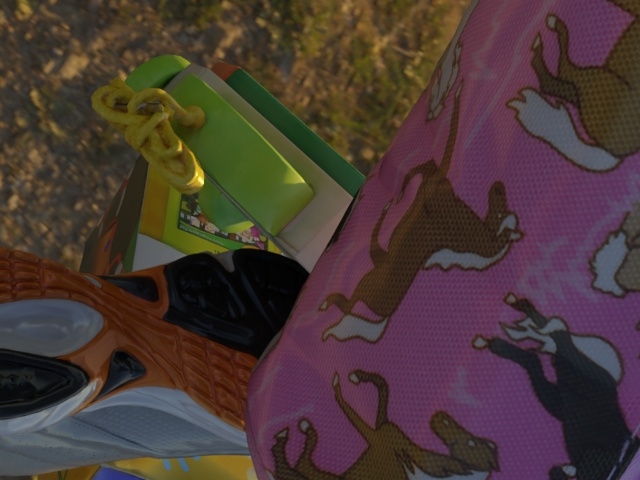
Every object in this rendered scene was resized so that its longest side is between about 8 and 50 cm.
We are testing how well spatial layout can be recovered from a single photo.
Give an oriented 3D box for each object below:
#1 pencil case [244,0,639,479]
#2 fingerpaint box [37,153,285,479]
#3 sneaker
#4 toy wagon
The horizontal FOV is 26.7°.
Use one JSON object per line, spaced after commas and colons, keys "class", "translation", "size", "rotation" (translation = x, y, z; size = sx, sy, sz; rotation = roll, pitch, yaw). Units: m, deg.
{"class": "pencil case", "translation": [0.118, -0.047, 0.426], "size": [0.386, 0.160, 0.167], "rotation": [-60, 178, 24]}
{"class": "fingerpaint box", "translation": [-0.001, 0.164, 1.174], "size": [0.445, 0.371, 0.163], "rotation": [24, 128, -21]}
{"class": "sneaker", "translation": [-0.095, 0.065, 0.638], "size": [0.262, 0.099, 0.121], "rotation": [10, 150, -31]}
{"class": "toy wagon", "translation": [0.000, 0.000, 0.698], "size": [0.068, 0.267, 0.344], "rotation": [-46, 150, -3]}
